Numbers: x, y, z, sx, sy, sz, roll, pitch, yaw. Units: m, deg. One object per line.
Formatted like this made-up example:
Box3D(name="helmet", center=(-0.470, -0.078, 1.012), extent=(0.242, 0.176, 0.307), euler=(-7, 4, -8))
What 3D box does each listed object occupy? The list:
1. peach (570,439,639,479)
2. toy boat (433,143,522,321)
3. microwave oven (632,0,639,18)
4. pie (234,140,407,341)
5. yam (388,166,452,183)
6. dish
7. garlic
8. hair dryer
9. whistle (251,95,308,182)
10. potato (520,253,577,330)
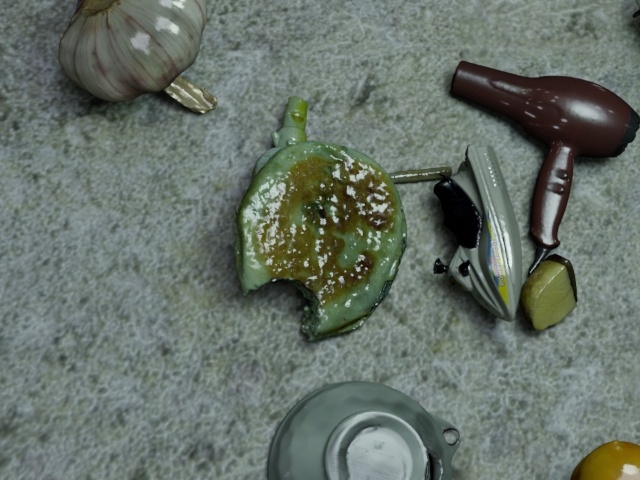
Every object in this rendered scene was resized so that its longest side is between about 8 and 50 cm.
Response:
Box3D(name="peach", center=(0.429, 0.359, 1.568), extent=(0.138, 0.138, 0.138), euler=(4, 70, -10))
Box3D(name="toy boat", center=(0.240, -0.008, 1.667), extent=(0.140, 0.141, 0.269), euler=(4, 72, -10))
Box3D(name="microwave oven", center=(0.752, -0.331, 1.806), extent=(0.218, 0.286, 0.355), euler=(-11, 70, -41))
Box3D(name="pie", center=(0.003, -0.007, 1.618), extent=(0.302, 0.067, 0.302), euler=(4, 81, -27))
Box3D(name="yam", center=(0.156, -0.105, 1.742), extent=(0.116, 0.021, 0.021), euler=(-8, 72, -14))
Box3D(name="dish", center=(0.072, 0.322, 1.518), extent=(0.303, 0.120, 0.303), euler=(3, 70, -9))
Box3D(name="garlic", center=(-0.250, -0.289, 1.656), extent=(0.253, 0.245, 0.245), euler=(47, 63, -33))
Box3D(name="hair dryer", center=(0.336, -0.115, 1.759), extent=(0.312, 0.123, 0.340), euler=(15, 79, 5))
Box3D(name="whistle", center=(-0.052, -0.134, 1.697), extent=(0.104, 0.057, 0.198), euler=(16, 61, -17))
Box3D(name="potato", center=(0.342, 0.084, 1.684), extent=(0.103, 0.066, 0.096), euler=(-34, 125, -25))
